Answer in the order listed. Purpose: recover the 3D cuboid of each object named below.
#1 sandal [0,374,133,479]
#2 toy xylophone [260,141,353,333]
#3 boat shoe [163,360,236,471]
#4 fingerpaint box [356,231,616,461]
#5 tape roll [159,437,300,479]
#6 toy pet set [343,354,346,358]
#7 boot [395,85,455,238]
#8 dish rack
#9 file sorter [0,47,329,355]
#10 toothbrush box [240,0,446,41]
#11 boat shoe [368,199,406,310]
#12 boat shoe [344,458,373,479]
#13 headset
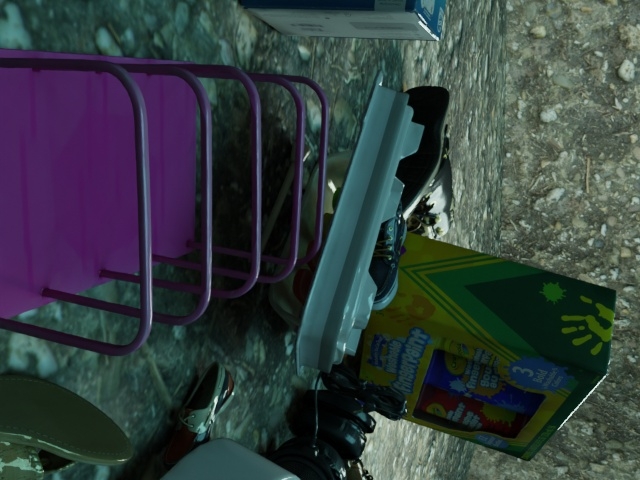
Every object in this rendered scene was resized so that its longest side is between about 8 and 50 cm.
[{"bbox_3d":[-0.253,0.152,0.516,0.079,0.088,0.240,-46,144,-1],"label":"sandal"},{"bbox_3d":[0.000,0.000,1.007,0.236,0.081,0.323,46,56,-62],"label":"toy xylophone"},{"bbox_3d":[-0.145,0.206,0.791,0.137,0.049,0.043,-59,142,-38],"label":"boat shoe"},{"bbox_3d":[0.267,0.212,1.229,0.445,0.371,0.163,92,18,-56],"label":"fingerpaint box"},{"bbox_3d":[-0.133,0.372,0.753,0.286,0.100,0.286,-49,151,-38],"label":"tape roll"},{"bbox_3d":[0.034,0.141,1.201,0.114,0.065,0.122,147,-37,-73],"label":"toy pet set"},{"bbox_3d":[0.185,-0.094,1.347,0.284,0.138,0.377,75,28,-45],"label":"boot"},{"bbox_3d":[0.048,-0.002,0.818,0.285,0.072,0.333,97,11,-70],"label":"dish rack"},{"bbox_3d":[-0.128,-0.047,0.560,0.290,0.182,0.202,-25,121,-63],"label":"file sorter"},{"bbox_3d":[0.045,-0.398,0.787,0.126,0.216,0.296,-2,99,-67],"label":"toothbrush box"},{"bbox_3d":[0.090,0.013,1.042,0.083,0.065,0.183,72,27,-49],"label":"boat shoe"},{"bbox_3d":[0.053,0.456,1.275,0.110,0.104,0.308,5,94,-67],"label":"boat shoe"},{"bbox_3d":[0.022,0.342,1.059,0.243,0.185,0.394,-53,156,-49],"label":"headset"}]
